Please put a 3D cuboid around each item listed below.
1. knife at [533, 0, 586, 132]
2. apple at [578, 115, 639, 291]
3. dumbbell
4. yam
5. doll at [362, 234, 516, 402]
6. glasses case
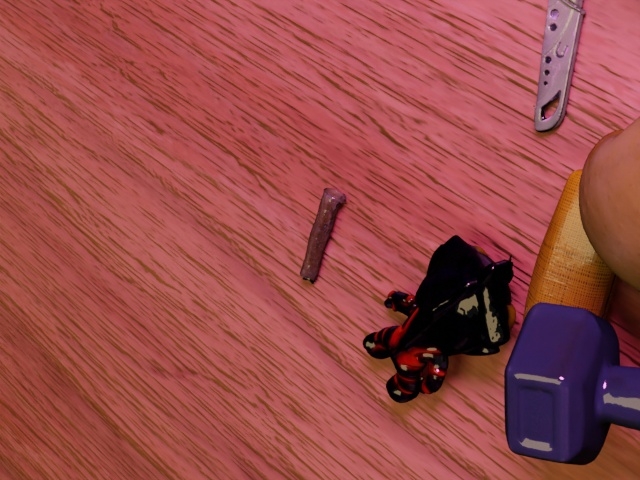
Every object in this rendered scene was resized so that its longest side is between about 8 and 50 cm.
[{"bbox_3d":[0.240,-0.245,1.091,0.043,0.020,0.293,19,113,36],"label":"knife"},{"bbox_3d":[0.320,-0.035,0.957,0.200,0.200,0.200,11,107,41],"label":"apple"},{"bbox_3d":[0.325,0.146,0.979,0.325,0.160,0.144,6,79,31],"label":"dumbbell"},{"bbox_3d":[0.000,0.000,1.364,0.033,0.027,0.129,35,122,34],"label":"yam"},{"bbox_3d":[0.135,0.083,1.226,0.127,0.088,0.249,40,136,5],"label":"doll"},{"bbox_3d":[0.249,0.042,1.115,0.079,0.064,0.234,25,116,30],"label":"glasses case"}]
